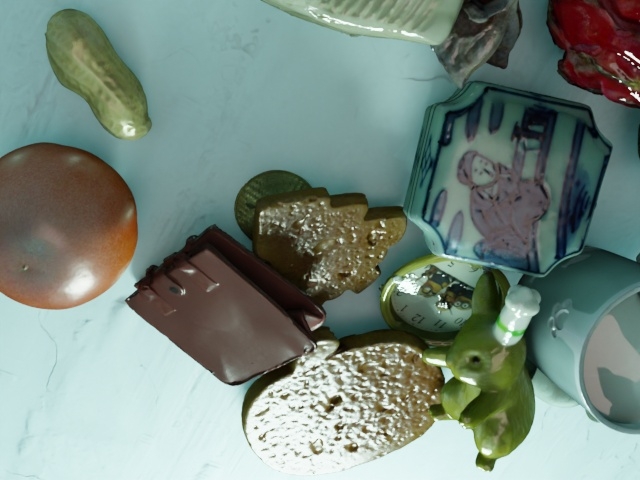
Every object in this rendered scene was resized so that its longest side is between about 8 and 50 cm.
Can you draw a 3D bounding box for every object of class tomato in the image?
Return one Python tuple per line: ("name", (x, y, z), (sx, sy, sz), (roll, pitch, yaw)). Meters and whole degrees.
("tomato", (-0.408, -0.020, 1.131), (0.256, 0.224, 0.255), (1, 121, 2))

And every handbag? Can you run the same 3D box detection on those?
("handbag", (-0.161, 0.119, 1.248), (0.275, 0.084, 0.260), (42, 132, -22))

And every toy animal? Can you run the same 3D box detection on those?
("toy animal", (0.271, 0.210, 1.247), (0.180, 0.181, 0.362), (-23, 126, -10))

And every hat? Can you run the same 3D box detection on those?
("hat", (-0.072, -0.039, 1.239), (0.146, 0.067, 0.146), (-2, 115, -5))

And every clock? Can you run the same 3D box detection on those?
("clock", (0.223, 0.098, 1.328), (0.237, 0.057, 0.237), (1, 131, 1))

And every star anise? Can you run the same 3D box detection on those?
("star anise", (0.239, -0.353, 1.066), (0.111, 0.198, 0.257), (17, 114, 21))

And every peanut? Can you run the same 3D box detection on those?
("peanut", (-0.331, -0.241, 1.103), (0.099, 0.090, 0.214), (-37, 113, -2))

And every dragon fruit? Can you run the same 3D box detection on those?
("dragon fruit", (0.477, -0.338, 1.032), (0.329, 0.329, 0.329), (-2, 115, -5))

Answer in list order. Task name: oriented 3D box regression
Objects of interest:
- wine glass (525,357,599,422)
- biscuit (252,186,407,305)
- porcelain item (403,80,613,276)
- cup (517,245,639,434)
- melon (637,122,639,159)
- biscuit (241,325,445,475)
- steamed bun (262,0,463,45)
("wine glass", (0.472, 0.281, 1.437), (0.202, 0.093, 0.093), (26, 110, -17))
("biscuit", (0.000, -0.001, 1.234), (0.278, 0.043, 0.301), (-38, 134, 13))
("porcelain item", (0.291, -0.097, 1.168), (0.286, 0.157, 0.281), (13, 99, -5))
("cup", (0.517, 0.116, 1.260), (0.357, 0.274, 0.259), (-39, 111, -2))
("melon", (0.672, -0.170, 1.167), (0.329, 0.248, 0.248), (-17, 116, -2))
("biscuit", (0.038, 0.293, 1.396), (0.395, 0.070, 0.350), (-17, 122, 3))
("steamed bun", (0.013, -0.415, 0.986), (0.384, 0.236, 0.247), (15, 105, -13))
